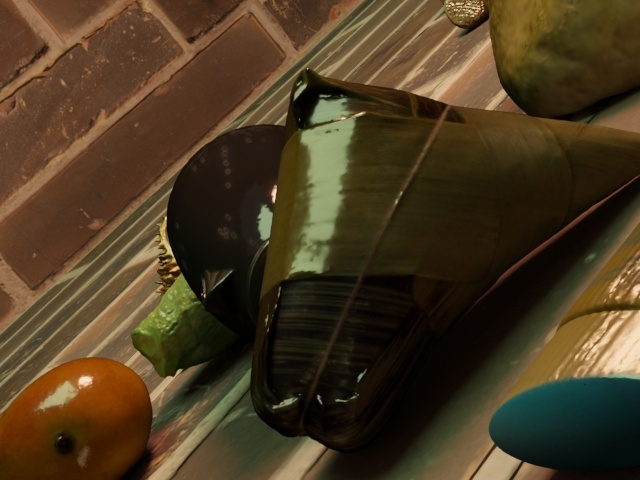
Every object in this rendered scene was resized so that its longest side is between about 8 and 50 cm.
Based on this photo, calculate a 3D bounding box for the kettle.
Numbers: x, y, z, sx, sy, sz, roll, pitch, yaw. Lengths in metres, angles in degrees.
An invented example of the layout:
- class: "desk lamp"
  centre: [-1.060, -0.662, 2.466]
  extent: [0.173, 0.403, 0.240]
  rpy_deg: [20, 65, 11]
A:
- class: "kettle"
  centre: [0.000, 0.000, 1.047]
  extent: [0.268, 0.207, 0.290]
  rpy_deg: [-14, 16, -11]

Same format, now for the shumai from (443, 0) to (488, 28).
- class: "shumai"
  centre: [0.274, -0.417, 1.952]
  extent: [0.083, 0.082, 0.080]
  rpy_deg: [3, -3, 28]

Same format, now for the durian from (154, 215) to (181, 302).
- class: "durian"
  centre: [-0.183, 0.031, 1.663]
  extent: [0.139, 0.144, 0.252]
  rpy_deg: [12, 32, 23]

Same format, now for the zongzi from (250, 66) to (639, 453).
- class: "zongzi"
  centre: [0.116, 0.025, 0.820]
  extent: [0.154, 0.318, 0.289]
  rpy_deg: [84, -168, -70]

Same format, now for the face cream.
- class: "face cream"
  centre: [0.218, 0.016, 0.615]
  extent: [0.285, 0.067, 0.139]
  rpy_deg: [-45, 13, -25]

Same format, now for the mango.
- class: "mango"
  centre: [-0.283, 0.220, 1.167]
  extent: [0.175, 0.139, 0.254]
  rpy_deg: [-36, -1, -46]

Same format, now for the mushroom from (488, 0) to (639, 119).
- class: "mushroom"
  centre: [0.247, -0.264, 1.144]
  extent: [0.212, 0.217, 0.292]
  rpy_deg: [-42, 13, 5]

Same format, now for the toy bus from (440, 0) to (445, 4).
- class: "toy bus"
  centre: [0.352, -0.623, 2.187]
  extent: [0.323, 0.162, 0.194]
  rpy_deg: [-26, 19, 50]

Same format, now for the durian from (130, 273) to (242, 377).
- class: "durian"
  centre: [-0.106, 0.059, 1.247]
  extent: [0.250, 0.101, 0.139]
  rpy_deg: [-39, -10, -2]
